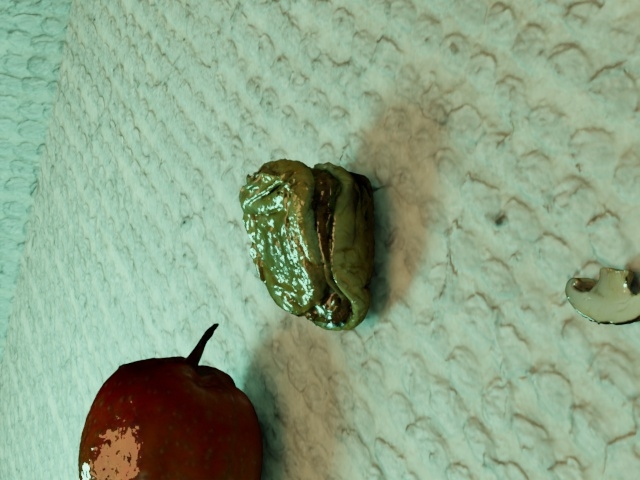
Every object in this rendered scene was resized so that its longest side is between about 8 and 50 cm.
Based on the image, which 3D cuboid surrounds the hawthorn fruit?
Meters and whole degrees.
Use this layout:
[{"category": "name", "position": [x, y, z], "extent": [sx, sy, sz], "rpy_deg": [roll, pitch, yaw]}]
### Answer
[{"category": "hawthorn fruit", "position": [-0.183, 0.254, 1.452], "extent": [0.254, 0.254, 0.300], "rpy_deg": [27, 93, 60]}]

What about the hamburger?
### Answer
[{"category": "hamburger", "position": [0.000, 0.000, 1.288], "extent": [0.183, 0.130, 0.206], "rpy_deg": [5, 108, 63]}]

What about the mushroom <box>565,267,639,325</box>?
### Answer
[{"category": "mushroom", "position": [0.244, 0.047, 0.914], "extent": [0.101, 0.019, 0.049], "rpy_deg": [10, 95, 59]}]
